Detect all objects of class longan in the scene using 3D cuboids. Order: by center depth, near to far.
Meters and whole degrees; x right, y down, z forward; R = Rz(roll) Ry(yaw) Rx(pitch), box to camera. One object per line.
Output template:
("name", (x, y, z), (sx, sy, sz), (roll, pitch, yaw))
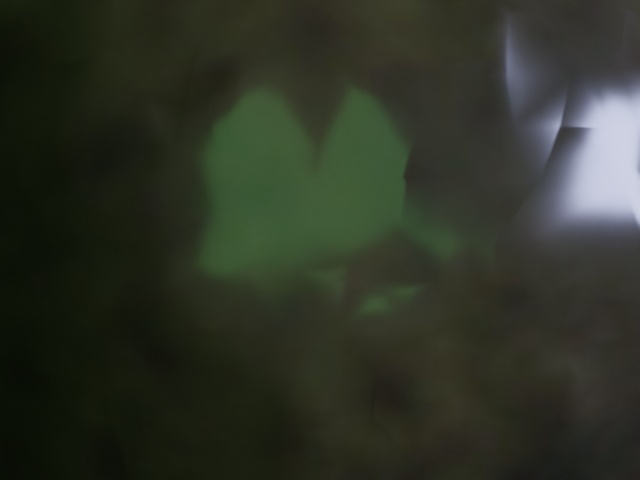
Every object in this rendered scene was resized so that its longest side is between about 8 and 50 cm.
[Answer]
("longan", (0.000, 0.000, 0.742), (0.391, 0.391, 0.391), (-1, 77, 3))
